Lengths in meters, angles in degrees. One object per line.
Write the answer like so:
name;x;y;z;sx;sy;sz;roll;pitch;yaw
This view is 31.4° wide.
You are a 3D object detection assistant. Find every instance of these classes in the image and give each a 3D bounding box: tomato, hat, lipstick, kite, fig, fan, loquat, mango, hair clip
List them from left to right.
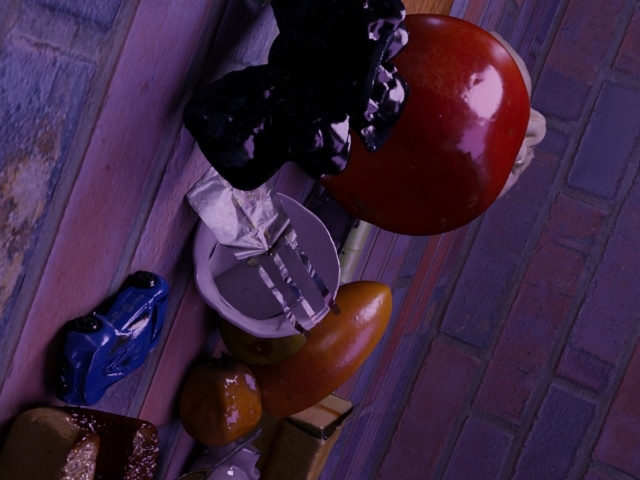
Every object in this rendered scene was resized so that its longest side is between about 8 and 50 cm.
fan;-0.210;0.374;1.625;0.335;0.011;0.229;-36;162;-25
loquat;-0.145;0.231;1.652;0.137;0.113;0.137;-23;122;-42
hat;-0.082;0.044;1.497;0.203;0.203;0.126;-61;-176;-22
fig;-0.076;0.083;1.637;0.142;0.148;0.186;83;-1;-61
kite;-0.064;0.007;1.421;0.141;0.245;0.015;-35;-179;-41
hair clip;-0.009;-0.197;1.290;0.194;0.206;0.310;66;47;-75
mango;0.004;0.158;1.749;0.257;0.138;0.187;-38;176;17
lipstick;0.070;-0.075;1.989;0.304;0.076;0.076;-70;164;14
tomato;0.149;-0.170;1.691;0.293;0.290;0.325;-57;146;-32

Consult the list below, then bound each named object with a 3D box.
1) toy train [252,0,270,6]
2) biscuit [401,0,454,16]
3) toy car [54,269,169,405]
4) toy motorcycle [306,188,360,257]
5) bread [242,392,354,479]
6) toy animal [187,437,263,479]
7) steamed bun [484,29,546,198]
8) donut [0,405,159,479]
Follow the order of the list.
toy train;-0.026;-0.364;1.147;0.177;0.116;0.285;57;46;-20
biscuit;0.179;-0.434;1.863;0.365;0.062;0.385;-56;161;-38
toy car;-0.223;0.110;1.284;0.216;0.063;0.103;-42;150;-57
toy motorcycle;0.000;0.000;1.844;0.263;0.091;0.157;-60;171;-17
bread;-0.074;0.382;2.006;0.163;0.168;0.264;-31;145;-66
toy animal;-0.177;0.410;1.797;0.220;0.104;0.131;-65;165;-6
steamed bun;0.271;-0.233;2.130;0.206;0.275;0.320;8;68;-62
donut;-0.262;0.222;1.191;0.217;0.141;0.085;19;83;-75
